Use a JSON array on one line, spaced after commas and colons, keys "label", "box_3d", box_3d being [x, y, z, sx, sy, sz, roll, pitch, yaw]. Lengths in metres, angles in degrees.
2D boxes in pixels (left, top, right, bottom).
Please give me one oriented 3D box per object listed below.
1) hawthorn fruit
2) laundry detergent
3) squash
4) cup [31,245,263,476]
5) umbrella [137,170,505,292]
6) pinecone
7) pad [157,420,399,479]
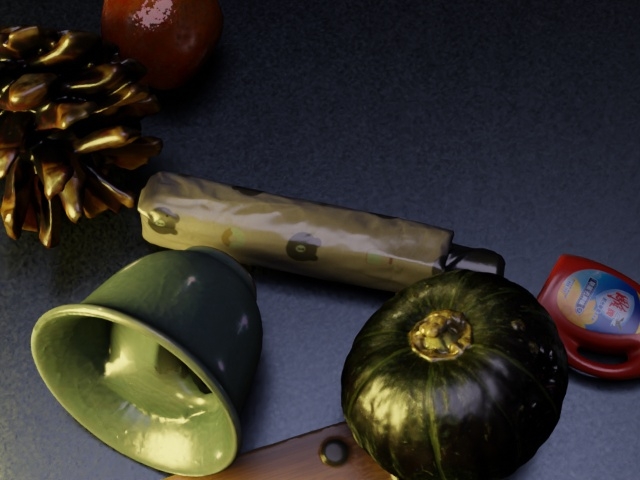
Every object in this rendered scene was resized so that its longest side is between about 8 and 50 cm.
[{"label": "hawthorn fruit", "box_3d": [-0.158, -0.205, 1.232, 0.128, 0.128, 0.128, -1, 67, 1]}, {"label": "laundry detergent", "box_3d": [0.269, 0.083, 1.129, 0.165, 0.049, 0.097, 28, 77, 12]}, {"label": "squash", "box_3d": [0.112, 0.116, 1.063, 0.193, 0.156, 0.193, -6, 68, 16]}, {"label": "cup", "box_3d": [-0.122, 0.082, 1.086, 0.199, 0.199, 0.150, 25, 50, 12]}, {"label": "umbrella", "box_3d": [0.000, 0.000, 1.159, 0.337, 0.073, 0.067, 11, 69, 6]}, {"label": "pinecone", "box_3d": [-0.252, -0.097, 1.131, 0.229, 0.202, 0.201, -18, 97, 35]}, {"label": "pad", "box_3d": [-0.043, 0.315, 1.056, 0.286, 0.018, 0.284, -17, 68, -4]}]
